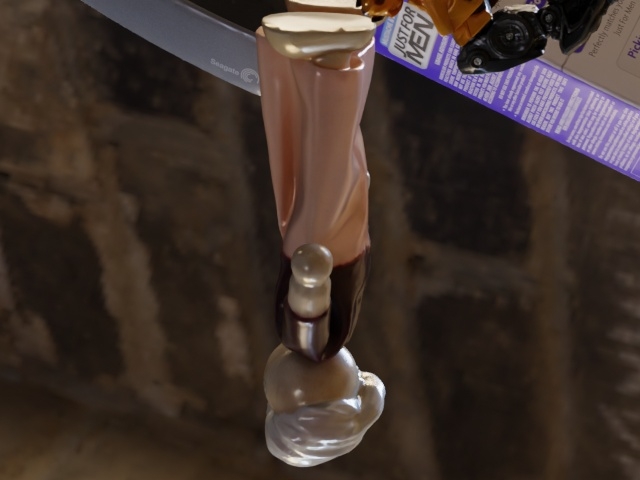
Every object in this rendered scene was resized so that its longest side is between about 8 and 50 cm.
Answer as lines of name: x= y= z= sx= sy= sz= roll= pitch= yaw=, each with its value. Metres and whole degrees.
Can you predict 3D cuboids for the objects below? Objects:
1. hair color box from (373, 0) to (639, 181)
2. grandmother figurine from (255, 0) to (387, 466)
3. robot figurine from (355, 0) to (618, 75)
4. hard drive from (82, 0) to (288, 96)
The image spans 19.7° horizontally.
hair color box: x=0.232 y=-0.171 z=1.473 sx=0.185 sy=0.339 sz=0.110 roll=-60 pitch=175 yaw=-25
grandmother figurine: x=0.000 y=0.000 z=1.301 sx=0.208 sy=0.104 sz=0.342 roll=-43 pitch=139 yaw=-61
robot figurine: x=0.127 y=-0.235 z=1.070 sx=0.291 sy=0.211 sz=0.085 roll=-43 pitch=-171 yaw=23
hard drive: x=-0.100 y=-0.229 z=1.369 sx=0.172 sy=0.255 sz=0.054 roll=-52 pitch=167 yaw=-27
